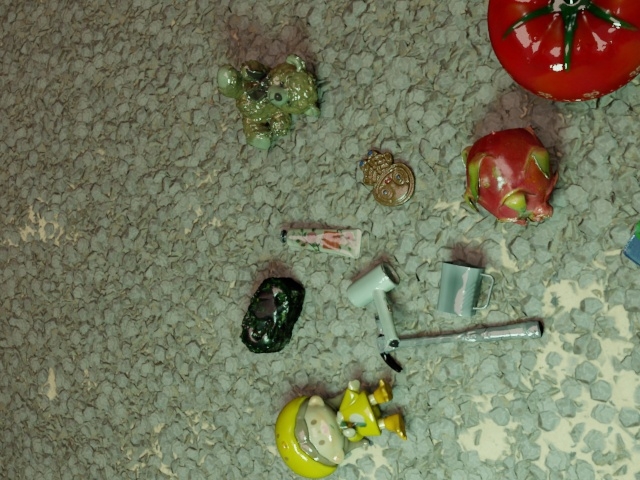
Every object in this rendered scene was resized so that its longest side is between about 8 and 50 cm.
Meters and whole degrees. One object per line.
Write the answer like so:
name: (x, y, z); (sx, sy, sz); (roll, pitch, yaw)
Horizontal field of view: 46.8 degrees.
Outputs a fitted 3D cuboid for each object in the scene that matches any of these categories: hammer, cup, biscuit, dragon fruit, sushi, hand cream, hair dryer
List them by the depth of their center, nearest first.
dragon fruit: (0.438, -0.146, 1.710); (0.224, 0.224, 0.227); (-6, 87, 28)
cup: (0.356, 0.117, 1.802); (0.128, 0.095, 0.129); (11, 96, 26)
hammer: (0.334, 0.233, 1.837); (0.427, 0.044, 0.152); (-13, 83, 27)
hair dryer: (0.154, 0.180, 1.881); (0.131, 0.073, 0.236); (-37, 48, 23)
biscuit: (0.173, -0.165, 1.949); (0.175, 0.026, 0.124); (46, 108, 22)
hand cream: (0.000, 0.000, 2.029); (0.234, 0.050, 0.080); (5, 87, 22)
sushi: (-0.137, 0.206, 2.045); (0.124, 0.127, 0.225); (29, 104, 26)

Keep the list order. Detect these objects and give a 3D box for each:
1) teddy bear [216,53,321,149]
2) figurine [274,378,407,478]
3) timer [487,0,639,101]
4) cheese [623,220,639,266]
teddy bear: (-0.125, -0.403, 2.049); (0.256, 0.156, 0.267); (-6, 124, 29)
figurine: (0.044, 0.487, 1.911); (0.344, 0.187, 0.215); (-22, 69, 20)
timer: (0.559, -0.492, 1.612); (0.378, 0.279, 0.377); (-2, 87, 26)
cheese: (0.763, -0.082, 1.584); (0.204, 0.083, 0.320); (50, 126, 47)
